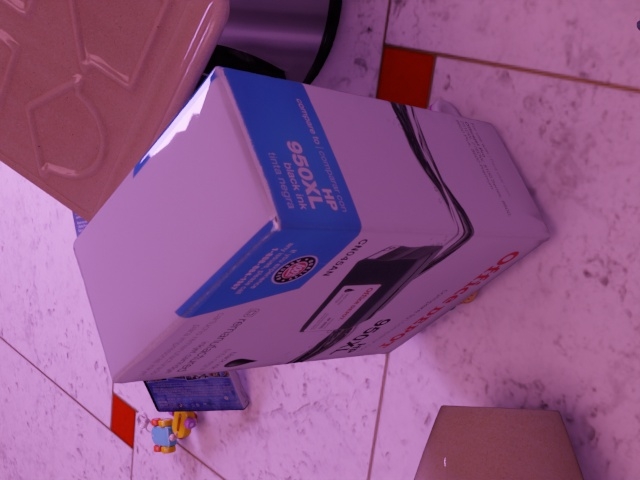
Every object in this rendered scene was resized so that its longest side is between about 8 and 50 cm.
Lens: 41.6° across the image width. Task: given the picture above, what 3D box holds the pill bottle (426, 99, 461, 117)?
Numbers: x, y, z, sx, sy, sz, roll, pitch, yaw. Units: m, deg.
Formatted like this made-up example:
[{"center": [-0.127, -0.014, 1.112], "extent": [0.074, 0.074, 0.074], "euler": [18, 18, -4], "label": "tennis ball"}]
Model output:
[{"center": [0.124, -0.126, 0.993], "extent": [0.083, 0.043, 0.043], "euler": [-40, 68, 43], "label": "pill bottle"}]

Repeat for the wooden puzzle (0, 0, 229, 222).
[{"center": [-0.276, -0.211, 0.863], "extent": [0.347, 0.080, 0.322], "euler": [38, 124, 4], "label": "wooden puzzle"}]

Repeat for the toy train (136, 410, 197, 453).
[{"center": [-0.256, 0.292, 1.462], "extent": [0.125, 0.046, 0.166], "euler": [54, 127, 27], "label": "toy train"}]

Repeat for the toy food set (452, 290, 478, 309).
[{"center": [0.152, 0.041, 1.010], "extent": [0.082, 0.020, 0.083], "euler": [-26, 79, 45], "label": "toy food set"}]

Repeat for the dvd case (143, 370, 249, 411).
[{"center": [-0.231, 0.162, 1.330], "extent": [0.180, 0.022, 0.253], "euler": [-8, 113, 29], "label": "dvd case"}]

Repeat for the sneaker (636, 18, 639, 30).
[{"center": [0.319, -0.232, 0.731], "extent": [0.125, 0.104, 0.262], "euler": [-28, 76, 47], "label": "sneaker"}]

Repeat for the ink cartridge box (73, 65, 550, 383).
[{"center": [0.000, 0.000, 0.867], "extent": [0.285, 0.394, 0.166], "euler": [-42, 61, 37], "label": "ink cartridge box"}]

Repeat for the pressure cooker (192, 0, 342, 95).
[{"center": [-0.232, -0.323, 1.060], "extent": [0.375, 0.420, 0.370], "euler": [29, 116, 39], "label": "pressure cooker"}]

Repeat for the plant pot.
[{"center": [0.187, 0.314, 0.883], "extent": [0.256, 0.256, 0.274], "euler": [-8, 75, 47], "label": "plant pot"}]

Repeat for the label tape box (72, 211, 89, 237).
[{"center": [-0.319, -0.092, 1.401], "extent": [0.240, 0.105, 0.334], "euler": [-5, 96, 44], "label": "label tape box"}]
